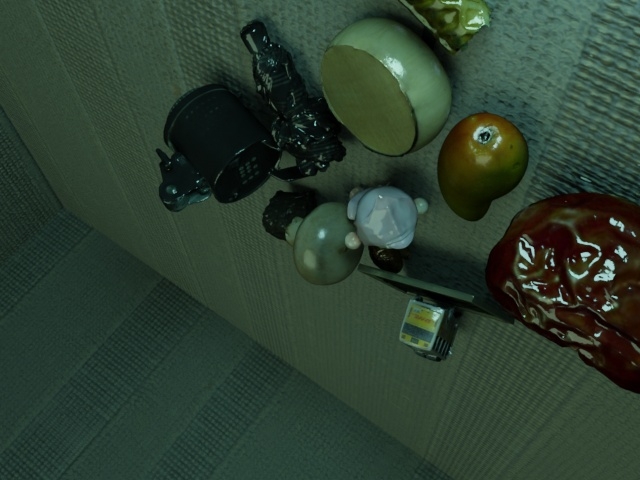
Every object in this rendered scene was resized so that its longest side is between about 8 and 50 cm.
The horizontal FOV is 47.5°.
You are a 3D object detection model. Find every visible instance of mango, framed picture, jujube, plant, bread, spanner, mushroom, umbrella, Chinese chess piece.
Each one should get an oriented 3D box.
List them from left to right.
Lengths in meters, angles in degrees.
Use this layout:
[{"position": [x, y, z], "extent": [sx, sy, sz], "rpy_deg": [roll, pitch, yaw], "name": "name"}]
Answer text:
[{"position": [-0.055, -0.287, 1.494], "extent": [0.154, 0.128, 0.337], "rpy_deg": [4, 132, 34], "name": "umbrella"}, {"position": [-0.042, -0.054, 1.883], "extent": [0.203, 0.131, 0.142], "rpy_deg": [21, 147, 20], "name": "plant"}, {"position": [0.000, 0.000, 1.740], "extent": [0.204, 0.204, 0.204], "rpy_deg": [33, 156, 16], "name": "mushroom"}, {"position": [0.111, -0.265, 1.276], "extent": [0.250, 0.103, 0.250], "rpy_deg": [39, 156, 20], "name": "Chinese chess piece"}, {"position": [0.160, 0.028, 1.782], "extent": [0.109, 0.085, 0.126], "rpy_deg": [34, -174, -18], "name": "mushroom"}, {"position": [0.136, -0.390, 1.059], "extent": [0.269, 0.098, 0.087], "rpy_deg": [43, 115, -6], "name": "bread"}, {"position": [0.175, -0.310, 1.239], "extent": [0.046, 0.012, 0.208], "rpy_deg": [34, 156, 16], "name": "spanner"}, {"position": [0.275, 0.128, 1.734], "extent": [0.324, 0.020, 0.240], "rpy_deg": [15, 172, 39], "name": "framed picture"}, {"position": [0.272, -0.129, 1.271], "extent": [0.146, 0.129, 0.289], "rpy_deg": [29, 161, 1], "name": "mango"}, {"position": [0.466, 0.077, 1.179], "extent": [0.377, 0.276, 0.276], "rpy_deg": [35, 157, 7], "name": "jujube"}]

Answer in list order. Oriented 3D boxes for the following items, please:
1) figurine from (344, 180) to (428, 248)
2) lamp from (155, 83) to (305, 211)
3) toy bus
[{"position": [0.131, -0.059, 1.584], "extent": [0.133, 0.200, 0.276], "rpy_deg": [64, 177, -13], "name": "figurine"}, {"position": [-0.226, -0.240, 1.718], "extent": [0.205, 0.374, 0.272], "rpy_deg": [85, 163, -68], "name": "lamp"}, {"position": [0.274, 0.217, 1.780], "extent": [0.097, 0.138, 0.342], "rpy_deg": [15, 171, 19], "name": "toy bus"}]
